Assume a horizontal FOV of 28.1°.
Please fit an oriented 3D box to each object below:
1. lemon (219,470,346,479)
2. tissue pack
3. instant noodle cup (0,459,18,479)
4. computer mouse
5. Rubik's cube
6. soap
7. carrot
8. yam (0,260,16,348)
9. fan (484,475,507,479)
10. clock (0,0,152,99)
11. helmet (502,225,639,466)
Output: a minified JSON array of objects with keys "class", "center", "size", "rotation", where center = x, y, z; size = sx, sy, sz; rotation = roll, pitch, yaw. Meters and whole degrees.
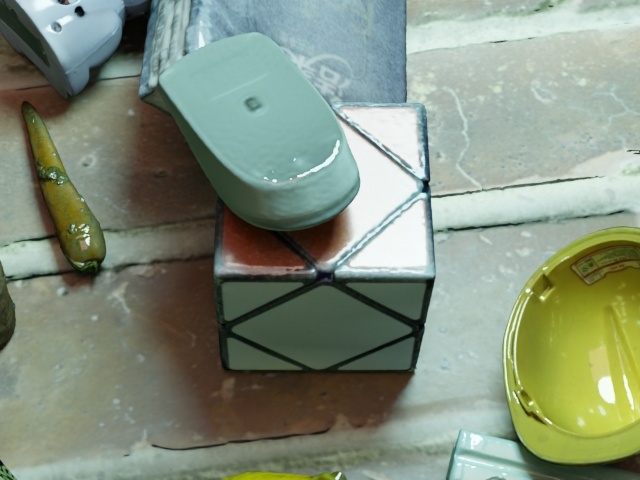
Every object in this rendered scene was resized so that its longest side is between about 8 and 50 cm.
[{"class":"lemon","center":[-0.053,0.320,1.062],"size":[0.228,0.228,0.253],"rotation":[11,60,5]},{"class":"tissue pack","center":[-0.040,-0.272,1.417],"size":[0.288,0.124,0.394],"rotation":[23,54,-30]},{"class":"instant noodle cup","center":[-0.380,0.221,1.139],"size":[0.215,0.215,0.236],"rotation":[-30,55,-19]},{"class":"computer mouse","center":[-0.054,-0.095,1.163],"size":[0.128,0.079,0.231],"rotation":[-22,55,-16]},{"class":"Rubik's cube","center":[0.000,0.000,1.270],"size":[0.207,0.205,0.205],"rotation":[0,59,-4]},{"class":"soap","center":[0.211,0.260,1.196],"size":[0.198,0.066,0.119],"rotation":[13,64,7]},{"class":"carrot","center":[-0.288,-0.065,1.398],"size":[0.049,0.049,0.254],"rotation":[-20,57,-14]},{"class":"yam","center":[-0.349,0.053,1.272],"size":[0.084,0.127,0.084],"rotation":[0,55,0]},{"class":"fan","center":[0.123,0.318,1.145],"size":[0.220,0.009,0.132],"rotation":[-44,81,1]},{"class":"clock","center":[-0.250,-0.307,1.465],"size":[0.254,0.189,0.189],"rotation":[-39,67,-21]},{"class":"helmet","center":[0.295,0.125,1.239],"size":[0.205,0.140,0.257],"rotation":[-11,53,33]}]
